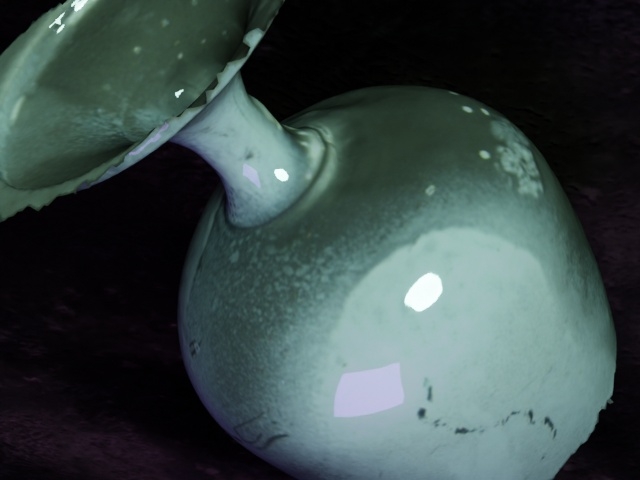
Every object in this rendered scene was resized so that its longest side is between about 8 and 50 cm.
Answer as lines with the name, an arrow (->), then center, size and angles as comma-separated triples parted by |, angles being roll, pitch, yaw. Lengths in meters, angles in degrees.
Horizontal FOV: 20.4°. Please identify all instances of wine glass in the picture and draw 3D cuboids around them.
wine glass -> 0.000, 0.000, 0.924 | 0.238, 0.238, 0.323 | -19, 128, 37
